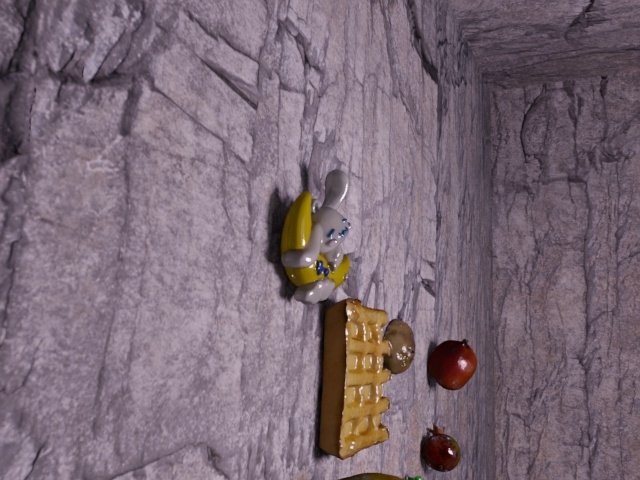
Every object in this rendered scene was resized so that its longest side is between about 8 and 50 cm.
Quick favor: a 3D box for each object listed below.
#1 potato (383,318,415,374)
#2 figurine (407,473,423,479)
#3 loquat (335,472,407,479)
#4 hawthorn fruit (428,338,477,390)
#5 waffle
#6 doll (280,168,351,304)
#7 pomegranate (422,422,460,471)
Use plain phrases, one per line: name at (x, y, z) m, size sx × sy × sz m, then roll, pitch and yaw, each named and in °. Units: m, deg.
potato at (0.235, 0.296, 1.687) m, size 0.100 × 0.089 × 0.171 m, roll 47°, pitch 48°, yaw -51°
figurine at (0.296, 0.789, 1.798) m, size 0.095 × 0.115 × 0.156 m, roll -27°, pitch 94°, yaw -27°
loquat at (0.110, 0.608, 1.179) m, size 0.283 × 0.276 × 0.275 m, roll 71°, pitch 28°, yaw -52°
hawthorn fruit at (0.475, 0.431, 2.067) m, size 0.188 × 0.169 × 0.169 m, roll -56°, pitch 165°, yaw 22°
waffle at (0.089, 0.321, 1.393) m, size 0.304 × 0.078 × 0.347 m, roll 23°, pitch 68°, yaw -61°
doll at (0.000, 0.000, 1.196) m, size 0.252 × 0.111 × 0.237 m, roll -37°, pitch 120°, yaw -50°
pomegranate at (0.406, 0.692, 1.971) m, size 0.129 × 0.130 × 0.159 m, roll 49°, pitch 38°, yaw -53°
